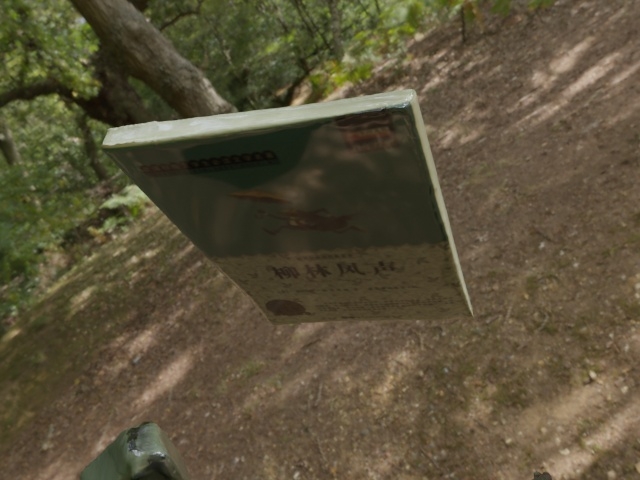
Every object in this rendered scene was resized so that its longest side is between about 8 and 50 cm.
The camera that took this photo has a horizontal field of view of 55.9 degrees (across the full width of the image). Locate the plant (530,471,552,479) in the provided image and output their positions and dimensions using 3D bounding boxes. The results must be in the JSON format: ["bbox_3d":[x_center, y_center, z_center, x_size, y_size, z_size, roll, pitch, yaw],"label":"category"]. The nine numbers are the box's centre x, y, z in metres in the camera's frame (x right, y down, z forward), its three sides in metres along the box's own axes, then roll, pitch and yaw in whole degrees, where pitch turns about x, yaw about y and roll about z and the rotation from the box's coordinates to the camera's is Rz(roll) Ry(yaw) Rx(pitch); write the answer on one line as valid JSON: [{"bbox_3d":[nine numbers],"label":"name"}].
[{"bbox_3d":[0.279,0.435,0.777,0.178,0.234,0.204,-5,-33,-26],"label":"plant"}]

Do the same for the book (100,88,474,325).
[{"bbox_3d":[0.000,0.000,0.601,0.264,0.379,0.031,-5,59,20],"label":"book"}]

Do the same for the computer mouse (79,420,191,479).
[{"bbox_3d":[-0.164,0.358,0.620,0.228,0.145,0.429,61,143,42],"label":"computer mouse"}]
